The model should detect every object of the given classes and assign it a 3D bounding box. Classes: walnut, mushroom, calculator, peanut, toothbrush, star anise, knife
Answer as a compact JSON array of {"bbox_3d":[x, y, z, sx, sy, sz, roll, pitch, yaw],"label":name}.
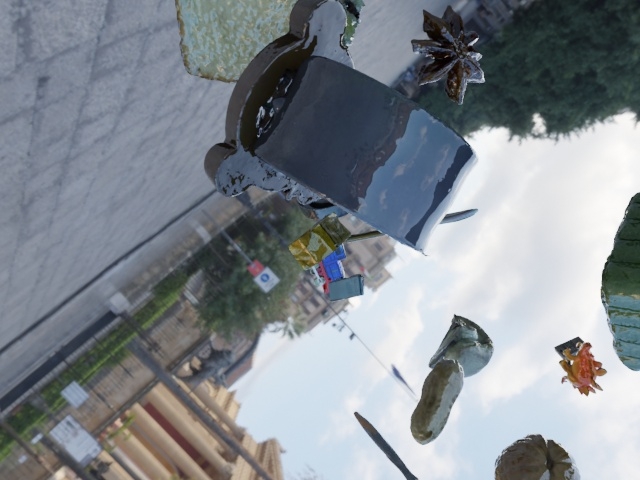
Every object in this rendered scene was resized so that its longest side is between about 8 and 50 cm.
[{"bbox_3d":[0.537,0.591,1.304,0.213,0.213,0.213,-41,-174,5],"label":"walnut"},{"bbox_3d":[0.477,0.374,1.740,0.189,0.164,0.267,-62,169,9],"label":"mushroom"},{"bbox_3d":[0.064,0.123,1.339,0.018,0.057,0.172,2,167,-26],"label":"calculator"},{"bbox_3d":[0.278,0.382,1.241,0.214,0.100,0.099,-66,-165,-20],"label":"peanut"},{"bbox_3d":[0.152,0.412,0.939,0.037,0.028,0.375,-40,-152,-9],"label":"toothbrush"},{"bbox_3d":[0.215,-0.307,0.861,0.168,0.168,0.057,-44,-166,-28],"label":"star anise"},{"bbox_3d":[0.222,-0.040,1.312,0.343,0.027,0.061,-11,-168,26],"label":"knife"}]

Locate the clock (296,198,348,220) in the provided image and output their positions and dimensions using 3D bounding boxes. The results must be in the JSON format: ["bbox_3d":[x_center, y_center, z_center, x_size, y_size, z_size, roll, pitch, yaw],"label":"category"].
[{"bbox_3d":[0.042,-0.129,1.405,0.215,0.041,0.215,-17,-149,11],"label":"clock"}]

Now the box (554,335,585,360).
[{"bbox_3d":[0.754,0.325,1.564,0.083,0.024,0.053,-24,-153,0],"label":"box"}]

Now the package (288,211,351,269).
[{"bbox_3d":[0.000,0.000,1.126,0.131,0.071,0.047,-38,-170,-34],"label":"package"}]

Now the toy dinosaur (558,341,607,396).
[{"bbox_3d":[0.697,0.356,1.388,0.071,0.117,0.288,-29,140,-13],"label":"toy dinosaur"}]

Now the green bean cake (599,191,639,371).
[{"bbox_3d":[0.513,0.068,0.782,0.125,0.248,0.222,4,-133,43],"label":"green bean cake"}]

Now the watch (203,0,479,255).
[{"bbox_3d":[0.059,-0.127,0.763,0.314,0.327,0.335,-58,153,6],"label":"watch"}]

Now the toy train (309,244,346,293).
[{"bbox_3d":[0.022,0.064,1.640,0.131,0.204,0.082,-20,-137,-2],"label":"toy train"}]

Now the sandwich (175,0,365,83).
[{"bbox_3d":[-0.089,-0.390,0.892,0.262,0.326,0.131,92,18,-46],"label":"sandwich"}]
